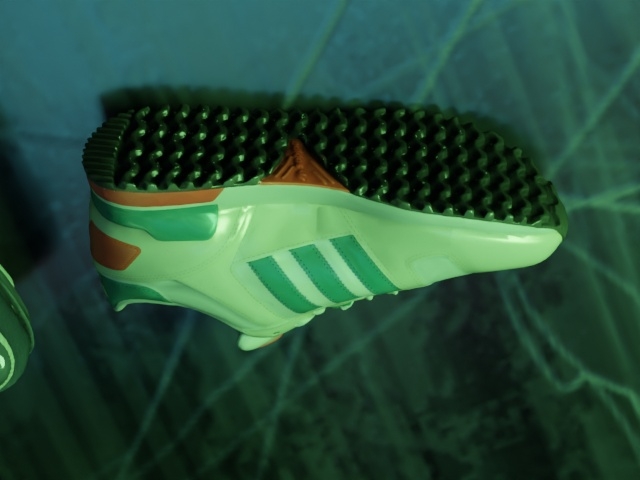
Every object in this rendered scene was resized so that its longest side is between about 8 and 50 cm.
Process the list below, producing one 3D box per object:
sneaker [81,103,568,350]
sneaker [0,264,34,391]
[{"bbox_3d":[0.000,0.000,0.665,0.161,0.057,0.075,4,129,-5],"label":"sneaker"},{"bbox_3d":[-0.121,-0.044,0.619,0.226,0.086,0.163,-40,110,11],"label":"sneaker"}]
